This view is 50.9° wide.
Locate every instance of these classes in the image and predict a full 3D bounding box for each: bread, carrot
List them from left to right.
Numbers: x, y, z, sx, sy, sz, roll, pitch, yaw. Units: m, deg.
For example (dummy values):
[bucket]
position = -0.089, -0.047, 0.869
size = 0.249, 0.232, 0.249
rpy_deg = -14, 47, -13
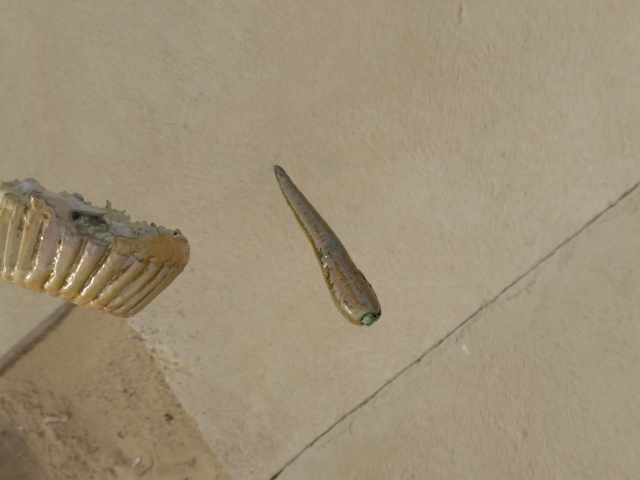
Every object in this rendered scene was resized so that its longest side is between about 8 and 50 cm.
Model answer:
[bread]
position = -0.318, 0.014, 0.921
size = 0.274, 0.274, 0.149
rpy_deg = 17, 87, 15
[carrot]
position = 0.000, 0.000, 0.812
size = 0.049, 0.049, 0.254
rpy_deg = -35, 62, 9
